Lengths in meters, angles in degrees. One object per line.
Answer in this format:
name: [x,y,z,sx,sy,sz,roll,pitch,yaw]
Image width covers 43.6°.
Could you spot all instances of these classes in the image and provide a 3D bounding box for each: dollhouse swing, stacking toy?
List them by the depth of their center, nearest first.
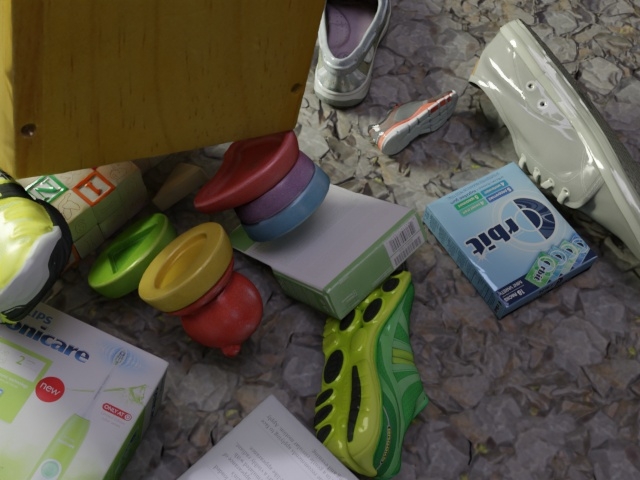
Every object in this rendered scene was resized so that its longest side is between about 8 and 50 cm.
dollhouse swing: [-0.232,-0.252,0.921,0.347,0.315,0.305,-16,49,-34]
stacking toy: [-0.135,0.005,1.036,0.279,0.130,0.309,-7,40,46]

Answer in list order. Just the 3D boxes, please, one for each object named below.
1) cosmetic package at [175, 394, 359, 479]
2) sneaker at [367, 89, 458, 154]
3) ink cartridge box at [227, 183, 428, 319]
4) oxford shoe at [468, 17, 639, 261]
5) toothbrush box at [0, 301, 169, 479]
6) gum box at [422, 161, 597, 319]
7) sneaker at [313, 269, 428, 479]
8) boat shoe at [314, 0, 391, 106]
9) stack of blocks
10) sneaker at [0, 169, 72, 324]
cosmetic package: [-0.065,0.297,0.846,0.184,0.151,0.151,-39,67,-23]
sneaker: [0.138,-0.193,1.206,0.158,0.061,0.065,-32,58,-20]
ink cartridge box: [0.000,0.000,1.070,0.171,0.056,0.235,-41,36,-23]
oxford shoe: [0.359,-0.113,1.133,0.130,0.169,0.449,-39,69,23]
toothbrush box: [-0.323,0.226,0.862,0.206,0.122,0.283,25,51,2]
gum box: [0.258,-0.005,1.104,0.157,0.041,0.184,-26,64,-17]
sneaker: [0.067,0.158,0.974,0.109,0.123,0.295,-19,35,31]
boat shoe: [0.050,-0.362,1.278,0.118,0.103,0.320,10,59,4]
stack of blocks: [-0.319,-0.110,1.123,0.171,0.087,0.297,37,64,19]
sneaker: [-0.404,-0.037,0.881,0.385,0.147,0.145,34,85,42]
